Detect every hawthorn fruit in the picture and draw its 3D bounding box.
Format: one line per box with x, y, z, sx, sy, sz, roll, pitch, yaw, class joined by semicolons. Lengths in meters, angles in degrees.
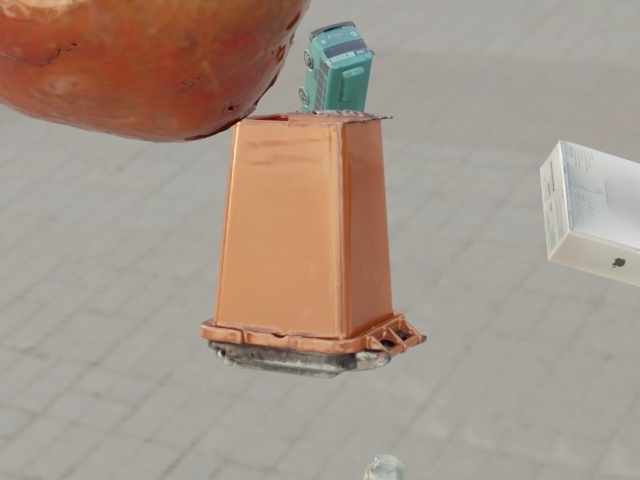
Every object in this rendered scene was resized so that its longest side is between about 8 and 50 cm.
-0.140;-0.162;0.832;0.299;0.211;0.211;-8;23;-29;hawthorn fruit

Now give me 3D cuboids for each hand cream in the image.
0.051;0.266;1.393;0.039;0.143;0.061;19;43;2;hand cream

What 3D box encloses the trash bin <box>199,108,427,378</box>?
0.000;0.000;1.285;0.184;0.238;0.161;6;10;22;trash bin

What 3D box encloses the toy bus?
0.024;-0.234;2.033;0.079;0.160;0.091;-19;55;-21;toy bus

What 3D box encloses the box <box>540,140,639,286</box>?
0.294;-0.025;1.398;0.129;0.051;0.130;16;47;-13;box
